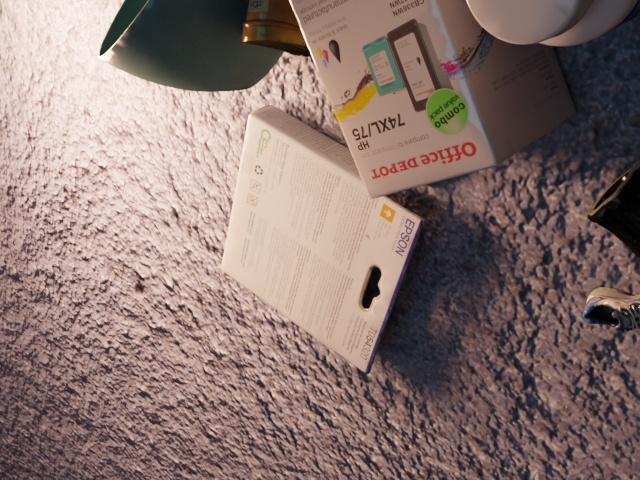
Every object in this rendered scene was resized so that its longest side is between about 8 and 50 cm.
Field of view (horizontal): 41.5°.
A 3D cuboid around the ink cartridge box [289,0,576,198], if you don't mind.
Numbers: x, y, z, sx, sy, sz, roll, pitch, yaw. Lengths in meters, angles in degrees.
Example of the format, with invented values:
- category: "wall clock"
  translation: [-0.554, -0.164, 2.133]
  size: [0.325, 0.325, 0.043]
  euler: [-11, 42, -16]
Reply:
- category: "ink cartridge box"
  translation: [0.133, -0.219, 0.991]
  size: [0.198, 0.197, 0.270]
  euler: [-13, 103, 46]

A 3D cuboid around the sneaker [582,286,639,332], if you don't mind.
- category: "sneaker"
  translation: [0.386, 0.092, 1.034]
  size: [0.135, 0.058, 0.052]
  euler: [-3, 110, 43]

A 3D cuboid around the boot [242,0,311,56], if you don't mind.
- category: "boot"
  translation: [-0.009, -0.376, 1.074]
  size: [0.089, 0.236, 0.269]
  euler: [8, 97, 28]

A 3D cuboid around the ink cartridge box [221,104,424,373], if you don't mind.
- category: "ink cartridge box"
  translation: [0.000, 0.000, 1.332]
  size: [0.330, 0.071, 0.324]
  euler: [33, 131, 21]

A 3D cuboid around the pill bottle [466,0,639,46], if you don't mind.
- category: "pill bottle"
  translation: [0.251, -0.271, 0.799]
  size: [0.152, 0.272, 0.152]
  euler: [21, 125, 33]

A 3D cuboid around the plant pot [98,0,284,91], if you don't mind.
- category: "plant pot"
  translation: [-0.145, -0.319, 1.170]
  size: [0.195, 0.290, 0.290]
  euler: [33, 143, -24]

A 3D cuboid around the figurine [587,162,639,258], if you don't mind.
- category: "figurine"
  translation: [0.441, -0.026, 0.909]
  size: [0.209, 0.092, 0.215]
  euler: [44, 135, 5]

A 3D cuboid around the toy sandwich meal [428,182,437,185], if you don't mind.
- category: "toy sandwich meal"
  translation: [0.140, -0.110, 1.168]
  size: [0.086, 0.029, 0.085]
  euler: [21, 125, 33]
